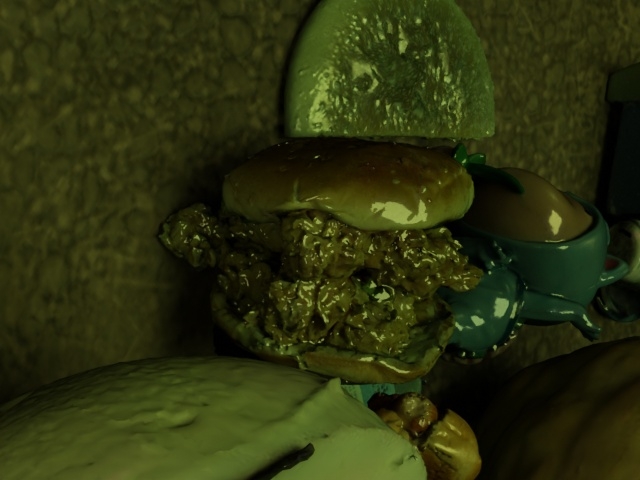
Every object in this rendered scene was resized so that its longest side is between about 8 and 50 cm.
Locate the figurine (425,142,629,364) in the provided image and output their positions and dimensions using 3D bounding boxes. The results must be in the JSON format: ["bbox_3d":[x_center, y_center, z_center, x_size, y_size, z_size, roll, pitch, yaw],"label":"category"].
[{"bbox_3d":[0.112,0.009,1.205,0.178,0.114,0.144,-36,116,-30],"label":"figurine"}]

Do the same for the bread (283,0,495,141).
[{"bbox_3d":[0.052,-0.119,1.177,0.193,0.036,0.112,-2,93,-47],"label":"bread"}]

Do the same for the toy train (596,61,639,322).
[{"bbox_3d":[0.334,-0.014,1.401,0.299,0.131,0.202,16,82,-41],"label":"toy train"}]

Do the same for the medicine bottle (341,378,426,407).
[{"bbox_3d":[-0.021,0.110,1.100,0.208,0.053,0.090,-30,119,-40],"label":"medicine bottle"}]

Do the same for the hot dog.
[{"bbox_3d":[0.027,0.162,1.077,0.102,0.076,0.249,-15,148,-19],"label":"hot dog"}]

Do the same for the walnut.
[{"bbox_3d":[0.201,0.206,1.194,0.285,0.285,0.296,-44,161,-36],"label":"walnut"}]

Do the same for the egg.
[{"bbox_3d":[-0.109,0.173,0.900,0.337,0.201,0.337,-39,152,-26],"label":"egg"}]

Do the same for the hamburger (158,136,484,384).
[{"bbox_3d":[0.000,0.000,1.055,0.159,0.184,0.131,-88,-179,-71],"label":"hamburger"}]
